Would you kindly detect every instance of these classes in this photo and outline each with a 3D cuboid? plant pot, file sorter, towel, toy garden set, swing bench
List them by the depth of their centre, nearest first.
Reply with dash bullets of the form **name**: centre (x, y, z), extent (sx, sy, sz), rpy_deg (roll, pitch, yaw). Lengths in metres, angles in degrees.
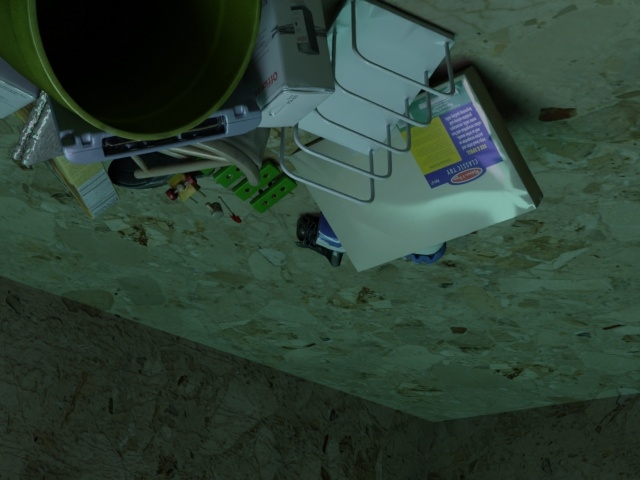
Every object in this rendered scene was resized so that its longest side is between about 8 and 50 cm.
- **plant pot**: centre (-0.337, -0.352, 1.432), extent (0.353, 0.367, 0.366), rpy_deg (18, 167, 43)
- **file sorter**: centre (0.069, -0.219, 1.634), extent (0.192, 0.173, 0.278), rpy_deg (20, 133, -18)
- **swing bench**: centre (-0.211, -0.247, 1.736), extent (0.254, 0.253, 0.165), rpy_deg (4, 157, 19)
- **towel**: centre (-0.428, -0.258, 1.763), extent (0.049, 0.187, 0.282), rpy_deg (36, 116, 8)
- **toy garden set**: centre (-0.202, -0.128, 2.206), extent (0.203, 0.049, 0.244), rpy_deg (-37, 140, 14)

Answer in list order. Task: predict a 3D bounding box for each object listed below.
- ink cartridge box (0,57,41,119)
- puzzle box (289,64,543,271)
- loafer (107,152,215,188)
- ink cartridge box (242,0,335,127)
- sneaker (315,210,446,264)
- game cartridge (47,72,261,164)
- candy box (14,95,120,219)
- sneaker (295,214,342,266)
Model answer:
- **ink cartridge box**: centre (-0.587, -0.328, 1.813), extent (0.114, 0.197, 0.272), rpy_deg (29, 154, -35)
- **puzzle box**: centre (0.167, -0.117, 1.831), extent (0.409, 0.052, 0.272), rpy_deg (-21, 106, 37)
- **loafer**: centre (-0.360, -0.154, 2.272), extent (0.267, 0.096, 0.084), rpy_deg (-4, 159, 32)
- **ink cartridge box**: centre (-0.062, -0.301, 1.553), extent (0.092, 0.218, 0.158), rpy_deg (0, 166, -27)
- **sneaker**: centre (0.158, -0.046, 2.238), extent (0.315, 0.128, 0.182), rpy_deg (9, 156, -11)
- **game cartridge**: centre (-0.256, -0.205, 1.523), extent (0.294, 0.196, 0.060), rpy_deg (-12, 131, -15)
- **candy box**: centre (-0.548, -0.191, 2.168), extent (0.183, 0.087, 0.316), rpy_deg (47, 167, 17)
- **sneaker**: centre (0.000, 0.000, 2.394), extent (0.130, 0.087, 0.227), rpy_deg (18, -173, -4)
